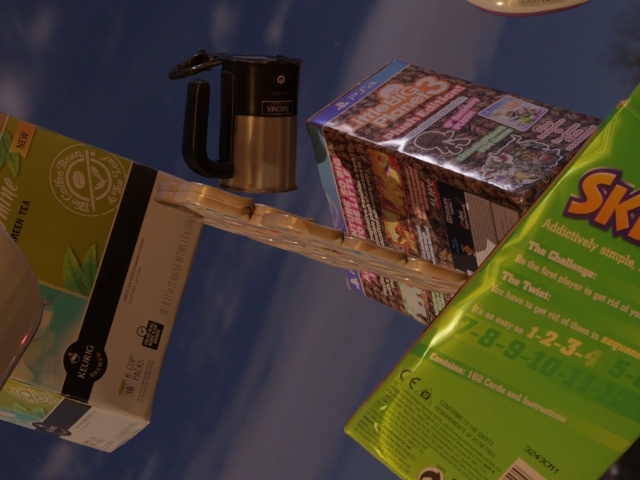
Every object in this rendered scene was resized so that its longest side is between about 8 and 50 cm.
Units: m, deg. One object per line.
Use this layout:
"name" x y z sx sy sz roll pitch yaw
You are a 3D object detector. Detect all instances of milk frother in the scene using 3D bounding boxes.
"milk frother" -0.091 -0.126 1.337 0.143 0.129 0.135 -141 52 -70

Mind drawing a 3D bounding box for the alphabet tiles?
"alphabet tiles" 0.000 0.000 1.138 0.278 0.284 0.021 6 78 70

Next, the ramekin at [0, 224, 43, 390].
"ramekin" -0.363 0.042 1.057 0.135 0.277 0.277 -58 -18 -33

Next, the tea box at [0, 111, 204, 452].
"tea box" -0.353 0.058 1.672 0.220 0.323 0.329 138 148 -62

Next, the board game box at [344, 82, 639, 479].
"board game box" 0.140 0.045 0.695 0.259 0.124 0.039 -51 -2 17

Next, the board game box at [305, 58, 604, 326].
"board game box" 0.153 -0.027 1.333 0.141 0.291 0.232 -38 -48 -28

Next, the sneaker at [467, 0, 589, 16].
"sneaker" 0.239 -0.254 0.905 0.114 0.305 0.152 -102 -2 -61
